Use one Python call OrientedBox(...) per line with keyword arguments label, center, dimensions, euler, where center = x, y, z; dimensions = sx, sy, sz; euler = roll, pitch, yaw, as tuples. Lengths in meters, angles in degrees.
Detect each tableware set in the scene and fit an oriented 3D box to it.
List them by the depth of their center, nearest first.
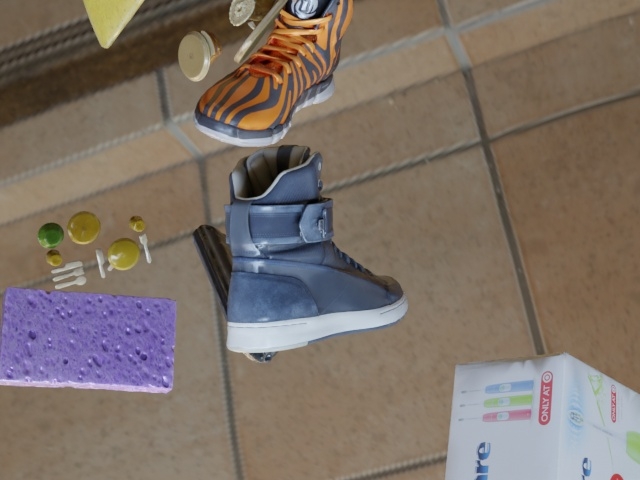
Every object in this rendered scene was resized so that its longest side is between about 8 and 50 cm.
OrientedBox(label="tableware set", center=(-0.322, 0.003, 1.694), dimensions=(0.154, 0.104, 0.024), euler=(-17, 20, -20))

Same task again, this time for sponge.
OrientedBox(label="sponge", center=(-0.282, 0.122, 1.441), dimensions=(0.210, 0.031, 0.117), euler=(6, 69, -19))

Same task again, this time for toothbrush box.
OrientedBox(label="toothbrush box", center=(0.239, 0.243, 1.061), dimensions=(0.122, 0.283, 0.206), euler=(-13, 58, 43))

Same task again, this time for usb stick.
OrientedBox(label="usb stick", center=(-0.118, 0.066, 1.594), dimensions=(0.045, 0.077, 0.278), euler=(-43, 34, 9))

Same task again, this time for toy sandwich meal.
OrientedBox(label="toy sandwich meal", center=(-0.187, -0.287, 1.831), dimensions=(0.086, 0.029, 0.085), euler=(11, 106, 45))

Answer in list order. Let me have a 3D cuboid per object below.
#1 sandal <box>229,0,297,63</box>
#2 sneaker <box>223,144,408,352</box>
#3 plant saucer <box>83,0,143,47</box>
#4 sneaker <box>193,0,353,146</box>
OrientedBox(label="sandal", center=(-0.069, -0.290, 1.359), dimensions=(0.079, 0.088, 0.240), euler=(39, 46, -5))
OrientedBox(label="sneaker", center=(0.001, 0.000, 1.006), dimensions=(0.086, 0.226, 0.163), euler=(-4, 91, 33))
OrientedBox(label="plant saucer", center=(-0.026, -0.311, 0.667), dimensions=(0.333, 0.081, 0.332), euler=(-32, 28, 55))
OrientedBox(label="sneaker", center=(-0.058, -0.247, 1.531), dimensions=(0.125, 0.180, 0.321), euler=(23, 32, 11))
